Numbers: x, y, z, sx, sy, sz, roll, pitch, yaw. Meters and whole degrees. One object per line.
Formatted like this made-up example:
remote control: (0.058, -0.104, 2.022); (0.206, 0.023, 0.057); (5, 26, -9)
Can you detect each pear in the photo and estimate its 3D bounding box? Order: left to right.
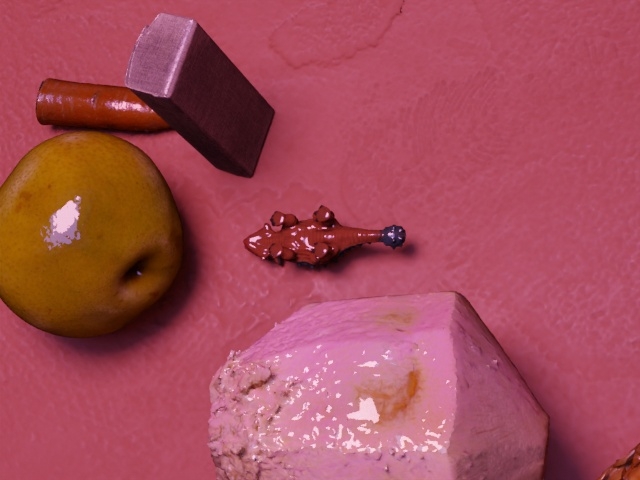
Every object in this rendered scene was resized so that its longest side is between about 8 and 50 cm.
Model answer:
pear: (-0.221, -0.015, 1.247); (0.216, 0.166, 0.180); (33, 99, 43)

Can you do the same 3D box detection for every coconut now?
coconut: (0.051, 0.156, 1.078); (0.245, 0.233, 0.233); (-4, 74, 18)

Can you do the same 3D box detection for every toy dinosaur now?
toy dinosaur: (0.000, 0.000, 1.222); (0.154, 0.055, 0.049); (-3, 71, 24)

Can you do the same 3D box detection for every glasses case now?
glasses case: (-0.099, -0.120, 1.205); (0.047, 0.205, 0.071); (16, 80, 21)

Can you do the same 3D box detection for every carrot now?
carrot: (-0.195, -0.125, 1.319); (0.139, 0.048, 0.048); (6, 77, 16)

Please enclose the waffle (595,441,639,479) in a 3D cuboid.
waffle: (0.182, 0.251, 0.943); (0.091, 0.308, 0.213); (44, 120, 5)
